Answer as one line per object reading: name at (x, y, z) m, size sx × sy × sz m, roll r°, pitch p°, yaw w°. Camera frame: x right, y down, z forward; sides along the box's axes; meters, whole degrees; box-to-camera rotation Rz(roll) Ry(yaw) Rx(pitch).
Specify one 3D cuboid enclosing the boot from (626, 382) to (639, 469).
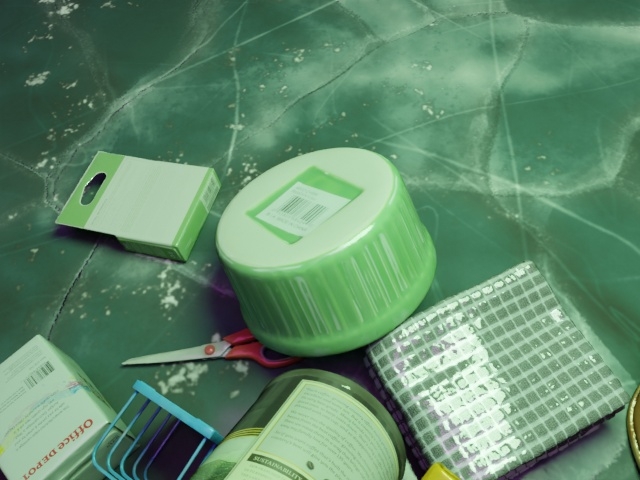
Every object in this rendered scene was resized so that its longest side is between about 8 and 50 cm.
boot at (0.468, 0.163, 0.679) m, size 0.109 × 0.220 × 0.283 m, roll 18°, pitch 62°, yaw 16°

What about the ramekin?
ramekin at (0.000, 0.000, 0.811) m, size 0.303 × 0.148 × 0.303 m, roll -15°, pitch 37°, yaw 12°

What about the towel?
towel at (0.228, 0.178, 0.755) m, size 0.283 × 0.121 × 0.235 m, roll -26°, pitch 60°, yaw -10°

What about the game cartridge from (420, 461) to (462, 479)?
game cartridge at (0.138, 0.450, 0.577) m, size 0.285 × 0.053 × 0.324 m, roll 36°, pitch 85°, yaw 24°

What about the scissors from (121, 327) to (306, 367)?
scissors at (-0.146, 0.171, 0.856) m, size 0.297 × 0.021 × 0.109 m, roll -20°, pitch 60°, yaw -8°

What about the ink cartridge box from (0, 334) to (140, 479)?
ink cartridge box at (-0.359, 0.246, 0.767) m, size 0.128 × 0.127 × 0.176 m, roll -41°, pitch 63°, yaw -19°

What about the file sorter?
file sorter at (-0.184, 0.269, 0.712) m, size 0.118 × 0.170 × 0.104 m, roll 25°, pitch 66°, yaw 20°

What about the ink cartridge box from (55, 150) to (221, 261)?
ink cartridge box at (-0.316, -0.065, 1.002) m, size 0.235 × 0.056 × 0.171 m, roll 9°, pitch 59°, yaw 15°

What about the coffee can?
coffee can at (-0.045, 0.292, 0.591) m, size 0.201 × 0.201 × 0.275 m, roll 20°, pitch 27°, yaw 17°
